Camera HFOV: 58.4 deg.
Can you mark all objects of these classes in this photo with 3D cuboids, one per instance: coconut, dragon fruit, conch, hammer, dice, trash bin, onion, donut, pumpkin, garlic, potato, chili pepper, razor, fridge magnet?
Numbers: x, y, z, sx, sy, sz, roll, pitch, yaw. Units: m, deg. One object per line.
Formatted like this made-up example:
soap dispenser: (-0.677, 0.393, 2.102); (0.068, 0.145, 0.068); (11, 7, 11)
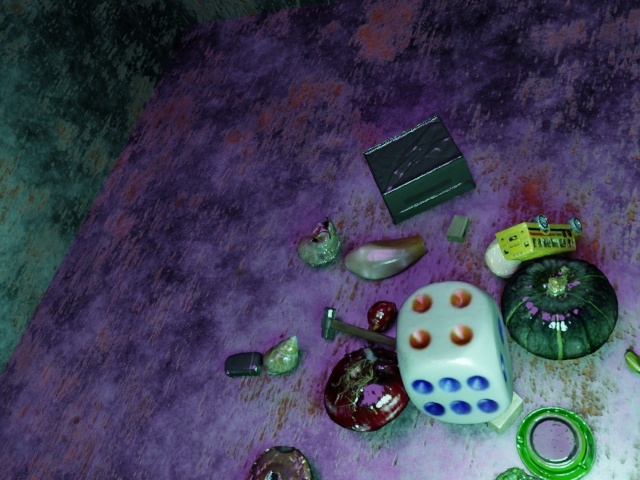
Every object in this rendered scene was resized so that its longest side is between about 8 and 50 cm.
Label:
coconut: (0.629, 0.048, 1.892); (0.147, 0.152, 0.147); (5, 98, 34)
dragon fruit: (0.192, 0.288, 1.998); (0.094, 0.094, 0.191); (32, 89, 38)
conch: (0.000, 0.000, 2.223); (0.162, 0.245, 0.179); (3, 73, -15)
hammer: (0.149, 0.323, 1.966); (0.365, 0.043, 0.111); (11, 96, 40)
dice: (0.389, 0.321, 1.650); (0.276, 0.304, 0.304); (-9, 39, 22)
trash bin: (0.500, -0.045, 2.082); (0.060, 0.043, 0.092); (10, 63, 32)
onion: (0.156, 0.475, 1.816); (0.313, 0.232, 0.314); (-25, 27, 14)
donut: (-0.124, 0.775, 1.833); (0.230, 0.096, 0.216); (-20, 50, 15)
pumpkin: (0.699, 0.197, 1.690); (0.323, 0.241, 0.323); (-12, 52, 16)
garlic: (0.240, 0.058, 2.123); (0.317, 0.112, 0.143); (-13, 51, 6)
potato: (0.539, 0.503, 1.677); (0.122, 0.086, 0.061); (-45, 48, -14)
conch: (-0.146, 0.423, 2.074); (0.172, 0.106, 0.116); (-14, 34, 36)
chili pepper: (0.934, 0.374, 1.580); (0.201, 0.050, 0.051); (29, 37, 34)
razor: (-0.290, 0.465, 2.148); (0.147, 0.054, 0.090); (-9, 52, 21)
fridge magnet: (0.647, 0.560, 1.579); (0.207, 0.088, 0.208); (-13, 54, 19)

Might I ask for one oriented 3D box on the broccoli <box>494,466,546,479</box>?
broccoli: (0.541, 0.714, 1.433); (0.307, 0.275, 0.308); (2, 40, -2)

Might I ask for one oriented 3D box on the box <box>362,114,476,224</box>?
box: (0.369, -0.269, 2.191); (0.345, 0.204, 0.251); (-26, 51, 10)

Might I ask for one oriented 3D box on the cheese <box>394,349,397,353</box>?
cheese: (0.330, 0.424, 1.856); (0.235, 0.050, 0.127); (28, 75, 37)

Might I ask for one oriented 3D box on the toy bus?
toy bus: (0.696, -0.002, 1.789); (0.121, 0.335, 0.123); (-30, 66, 47)
